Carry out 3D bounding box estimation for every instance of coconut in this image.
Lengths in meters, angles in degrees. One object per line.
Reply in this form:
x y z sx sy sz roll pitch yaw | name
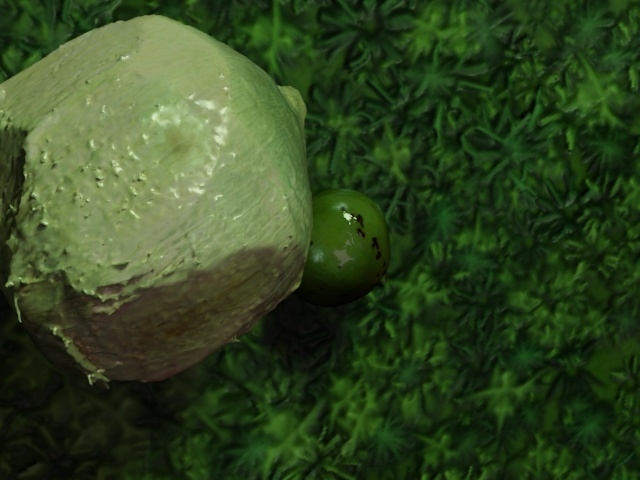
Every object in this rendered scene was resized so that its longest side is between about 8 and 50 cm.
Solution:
-0.087 -0.026 0.791 0.194 0.194 0.194 -3 98 -22 | coconut

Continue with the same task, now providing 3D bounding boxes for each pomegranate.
0.000 0.004 0.895 0.084 0.073 0.073 4 97 14 | pomegranate
